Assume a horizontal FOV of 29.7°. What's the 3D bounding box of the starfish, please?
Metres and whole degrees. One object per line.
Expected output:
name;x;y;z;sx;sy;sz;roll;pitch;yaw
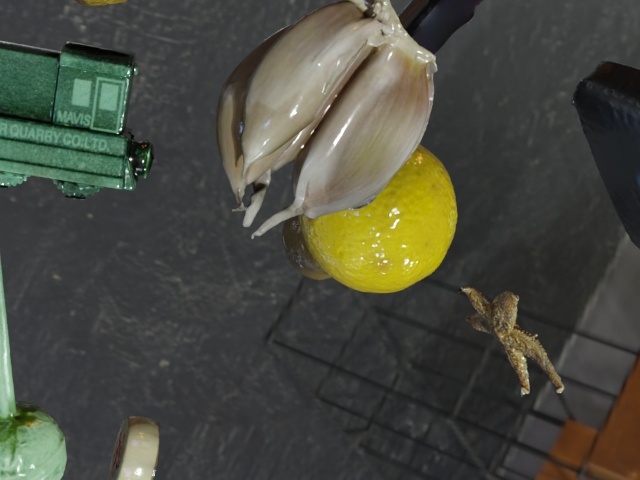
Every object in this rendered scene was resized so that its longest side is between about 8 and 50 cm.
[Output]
starfish;0.316;0.157;1.983;0.048;0.231;0.295;-34;171;-16

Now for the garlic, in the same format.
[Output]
garlic;0.008;-0.136;1.268;0.292;0.210;0.237;-55;-176;12

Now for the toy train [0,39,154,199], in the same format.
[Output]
toy train;-0.353;-0.153;1.406;0.138;0.330;0.178;-118;-142;-77

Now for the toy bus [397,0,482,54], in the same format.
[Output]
toy bus;0.121;-0.249;1.385;0.057;0.072;0.172;33;112;-24

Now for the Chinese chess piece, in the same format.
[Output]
Chinese chess piece;-0.267;0.311;1.722;0.051;0.122;0.122;14;96;-17

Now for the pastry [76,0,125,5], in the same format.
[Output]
pastry;-0.277;-0.341;1.506;0.109;0.057;0.097;0;100;-32

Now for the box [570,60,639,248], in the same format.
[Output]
box;0.488;-0.051;1.486;0.091;0.350;0.359;-44;130;-10

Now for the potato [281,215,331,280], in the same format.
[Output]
potato;0.000;0.000;2.091;0.137;0.137;0.176;-66;-173;-7

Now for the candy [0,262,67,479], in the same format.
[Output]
candy;-0.359;0.120;1.347;0.119;0.119;0.440;-33;135;-42

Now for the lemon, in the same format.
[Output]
lemon;0.078;-0.049;1.733;0.228;0.228;0.253;-52;139;-25
